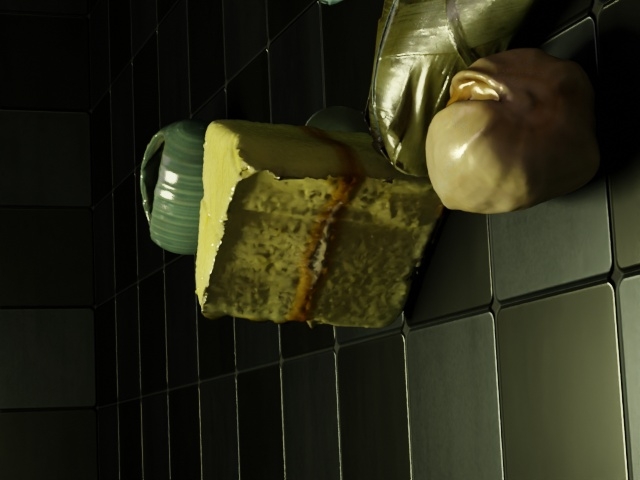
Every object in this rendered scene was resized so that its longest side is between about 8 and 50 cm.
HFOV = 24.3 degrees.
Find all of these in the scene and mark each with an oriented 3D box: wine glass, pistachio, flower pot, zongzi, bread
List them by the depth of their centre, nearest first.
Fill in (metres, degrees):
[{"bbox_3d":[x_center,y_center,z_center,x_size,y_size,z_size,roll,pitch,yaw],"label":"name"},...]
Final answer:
[{"bbox_3d":[0.178,-0.095,1.404,0.229,0.157,0.157,139,129,-72],"label":"pistachio"},{"bbox_3d":[0.147,-0.170,1.512,0.274,0.125,0.251,-148,61,-61],"label":"zongzi"},{"bbox_3d":[0.000,0.000,1.709,0.198,0.263,0.236,-135,51,-70],"label":"bread"},{"bbox_3d":[-0.008,-0.079,1.947,0.241,0.126,0.126,138,129,-61],"label":"wine glass"},{"bbox_3d":[-0.216,-0.089,2.491,0.189,0.157,0.243,-112,30,-45],"label":"flower pot"}]

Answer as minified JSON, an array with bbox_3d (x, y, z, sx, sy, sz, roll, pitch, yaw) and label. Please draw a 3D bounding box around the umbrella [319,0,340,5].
[{"bbox_3d":[0.047,-0.345,1.906,0.053,0.052,0.250,-57,15,-12],"label":"umbrella"}]
